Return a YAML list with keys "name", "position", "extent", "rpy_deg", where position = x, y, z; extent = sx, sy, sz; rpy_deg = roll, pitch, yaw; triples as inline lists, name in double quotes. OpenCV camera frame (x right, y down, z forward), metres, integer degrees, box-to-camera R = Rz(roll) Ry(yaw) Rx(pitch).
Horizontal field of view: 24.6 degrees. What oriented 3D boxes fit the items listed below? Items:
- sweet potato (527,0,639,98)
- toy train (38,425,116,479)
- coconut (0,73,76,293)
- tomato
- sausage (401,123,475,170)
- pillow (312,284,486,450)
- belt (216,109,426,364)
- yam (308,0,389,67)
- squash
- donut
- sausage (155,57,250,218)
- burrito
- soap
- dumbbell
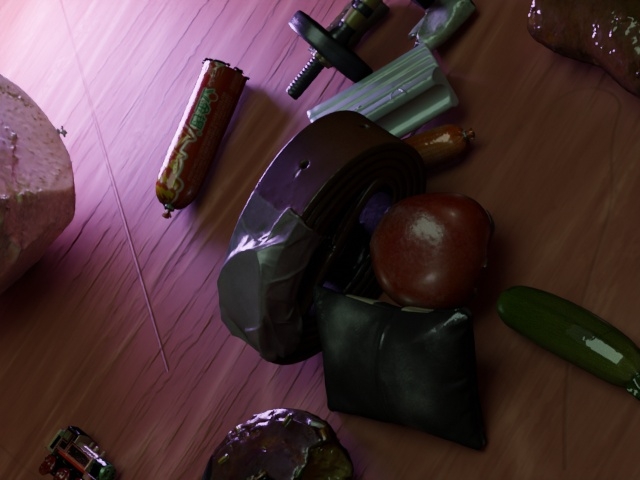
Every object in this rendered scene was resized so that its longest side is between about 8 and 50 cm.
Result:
- name: "sweet potato"
  position: [0.407, -0.250, 1.848]
  extent: [0.131, 0.131, 0.336]
  rpy_deg: [-52, 46, 0]
- name: "toy train"
  position: [-0.345, 0.328, 2.113]
  extent: [0.138, 0.050, 0.087]
  rpy_deg: [28, 80, 43]
- name: "coconut"
  position: [-0.621, -0.070, 2.334]
  extent: [0.404, 0.404, 0.405]
  rpy_deg: [-18, 55, 28]
- name: "tomato"
  position: [0.141, 0.010, 1.864]
  extent: [0.167, 0.167, 0.167]
  rpy_deg: [-18, 55, 28]
- name: "sausage"
  position: [0.063, -0.096, 2.058]
  extent: [0.347, 0.053, 0.053]
  rpy_deg: [-18, 55, 28]
- name: "pillow"
  position: [0.091, 0.155, 1.826]
  extent: [0.249, 0.106, 0.186]
  rpy_deg: [7, 114, 40]
- name: "belt"
  position: [0.000, 0.000, 1.934]
  extent: [0.122, 0.217, 0.339]
  rpy_deg: [38, 99, 43]
- name: "yam"
  position: [0.041, -0.320, 2.208]
  extent: [0.132, 0.054, 0.054]
  rpy_deg: [-45, 47, 7]
- name: "squash"
  position: [0.305, 0.113, 1.745]
  extent: [0.252, 0.066, 0.066]
  rpy_deg: [30, 84, 42]
- name: "donut"
  position: [-0.056, 0.333, 1.863]
  extent: [0.216, 0.096, 0.230]
  rpy_deg: [-21, 54, 29]
- name: "sausage"
  position: [-0.191, -0.152, 2.269]
  extent: [0.083, 0.083, 0.264]
  rpy_deg: [8, 70, 39]
- name: "burrito"
  position: [0.170, -0.313, 2.113]
  extent: [0.118, 0.044, 0.074]
  rpy_deg: [-51, 39, -2]
- name: "soap"
  position: [0.085, -0.184, 2.045]
  extent: [0.198, 0.066, 0.119]
  rpy_deg: [-30, 30, 7]
- name: "dumbbell"
  position: [0.061, -0.332, 2.105]
  extent: [0.325, 0.143, 0.143]
  rpy_deg: [-50, 46, 8]
